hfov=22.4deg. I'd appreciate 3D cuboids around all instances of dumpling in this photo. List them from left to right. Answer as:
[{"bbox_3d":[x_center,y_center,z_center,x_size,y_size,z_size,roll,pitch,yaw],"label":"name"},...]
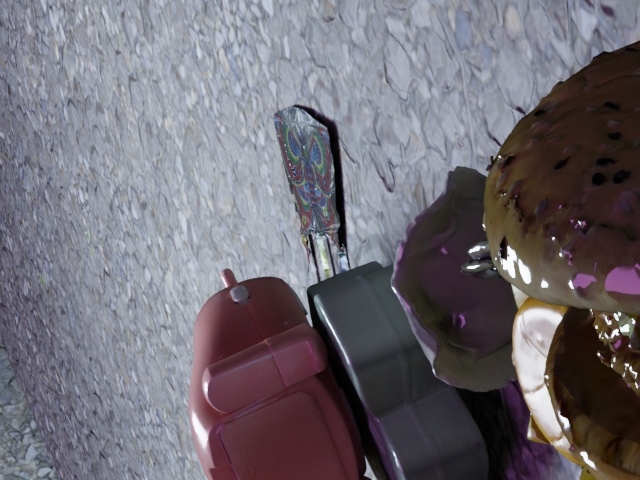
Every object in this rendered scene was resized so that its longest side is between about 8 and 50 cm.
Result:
[{"bbox_3d":[0.112,0.037,1.284,0.108,0.127,0.188,17,127,56],"label":"dumpling"}]

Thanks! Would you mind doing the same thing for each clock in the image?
[{"bbox_3d":[-0.053,0.148,1.511,0.241,0.142,0.227,-117,6,-64],"label":"clock"}]

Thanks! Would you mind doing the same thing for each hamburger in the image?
[{"bbox_3d":[0.205,0.086,1.142,0.164,0.093,0.189,36,140,53],"label":"hamburger"},{"bbox_3d":[0.227,0.006,0.813,0.318,0.277,0.195,18,130,59],"label":"hamburger"}]

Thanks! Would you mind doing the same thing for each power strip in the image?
[{"bbox_3d":[0.083,0.115,1.456,0.261,0.141,0.229,81,163,-57],"label":"power strip"}]

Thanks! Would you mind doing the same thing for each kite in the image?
[{"bbox_3d":[0.000,0.000,1.686,0.152,0.015,0.285,-154,54,-65],"label":"kite"}]

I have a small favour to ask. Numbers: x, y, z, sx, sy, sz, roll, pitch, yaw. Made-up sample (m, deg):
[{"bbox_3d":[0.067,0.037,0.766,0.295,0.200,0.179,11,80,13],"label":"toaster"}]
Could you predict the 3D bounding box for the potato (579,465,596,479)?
[{"bbox_3d":[0.255,0.300,1.058,0.195,0.176,0.369,-151,46,-71],"label":"potato"}]
